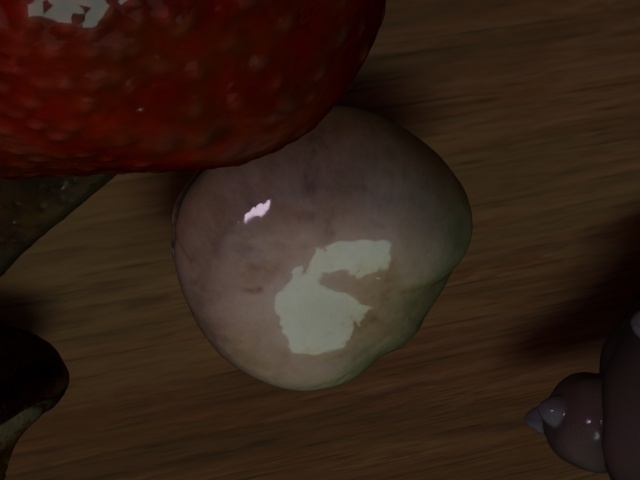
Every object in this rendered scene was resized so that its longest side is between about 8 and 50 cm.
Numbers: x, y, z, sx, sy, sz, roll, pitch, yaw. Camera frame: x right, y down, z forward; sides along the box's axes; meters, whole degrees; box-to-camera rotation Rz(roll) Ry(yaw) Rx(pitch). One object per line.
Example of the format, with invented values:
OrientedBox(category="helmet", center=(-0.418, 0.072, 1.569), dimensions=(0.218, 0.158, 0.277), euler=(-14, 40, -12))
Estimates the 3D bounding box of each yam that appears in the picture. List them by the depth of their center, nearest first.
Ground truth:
OrientedBox(category="yam", center=(-0.198, 0.025, 0.867), dimensions=(0.045, 0.045, 0.327), euler=(42, 123, -16))

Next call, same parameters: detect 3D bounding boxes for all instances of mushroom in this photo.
OrientedBox(category="mushroom", center=(0.000, 0.000, 0.883), dimensions=(0.154, 0.122, 0.154), euler=(-2, 115, -4))
OrientedBox(category="mushroom", center=(-0.190, 0.096, 0.937), dimensions=(0.127, 0.087, 0.127), euler=(-37, -179, 1))

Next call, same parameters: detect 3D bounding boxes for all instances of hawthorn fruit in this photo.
OrientedBox(category="hawthorn fruit", center=(-0.054, -0.113, 0.544), dimensions=(0.253, 0.205, 0.205), euler=(3, 145, -38))

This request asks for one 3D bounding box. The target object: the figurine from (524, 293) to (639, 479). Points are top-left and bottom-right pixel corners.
OrientedBox(category="figurine", center=(0.347, 0.132, 1.181), dimensions=(0.381, 0.203, 0.248), euler=(16, 149, -15))
